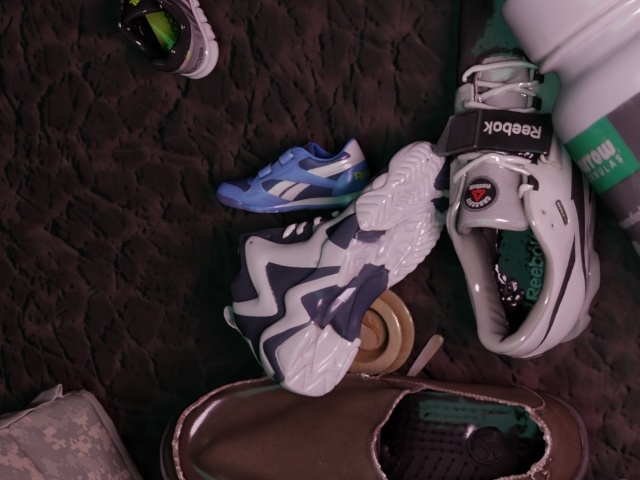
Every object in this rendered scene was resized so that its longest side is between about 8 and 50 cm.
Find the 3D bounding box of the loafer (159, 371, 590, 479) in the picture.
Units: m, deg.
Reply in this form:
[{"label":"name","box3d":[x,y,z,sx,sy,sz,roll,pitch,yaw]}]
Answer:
[{"label":"loafer","box3d":[0.039,0.161,1.561,0.366,0.130,0.133,-5,76,8]}]

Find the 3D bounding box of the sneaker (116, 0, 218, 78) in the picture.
[{"label":"sneaker","box3d":[-0.152,-0.218,1.642,0.063,0.075,0.170,-27,89,26]}]

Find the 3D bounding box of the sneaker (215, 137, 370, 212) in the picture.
[{"label":"sneaker","box3d":[-0.023,-0.057,1.632,0.144,0.053,0.059,-5,103,15]}]

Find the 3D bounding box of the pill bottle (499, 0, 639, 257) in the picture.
[{"label":"pill bottle","box3d":[0.304,-0.073,1.401,0.204,0.204,0.361,-36,86,25]}]

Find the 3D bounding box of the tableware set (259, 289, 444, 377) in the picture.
[{"label":"tableware set","box3d":[0.009,0.123,1.661,0.128,0.039,0.194,38,113,12]}]

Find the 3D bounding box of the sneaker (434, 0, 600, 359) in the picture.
[{"label":"sneaker","box3d":[0.160,-0.064,1.502,0.122,0.146,0.330,-4,97,26]}]

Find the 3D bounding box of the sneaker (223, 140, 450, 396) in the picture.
[{"label":"sneaker","box3d":[0.000,0.000,1.570,0.153,0.094,0.235,34,99,42]}]

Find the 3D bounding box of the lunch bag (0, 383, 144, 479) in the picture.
[{"label":"lunch bag","box3d":[-0.257,0.293,1.702,0.169,0.235,0.287,-16,94,28]}]

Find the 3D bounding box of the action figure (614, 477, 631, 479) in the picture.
[{"label":"action figure","box3d":[0.338,0.246,1.356,0.276,0.370,0.248,-4,110,9]}]
